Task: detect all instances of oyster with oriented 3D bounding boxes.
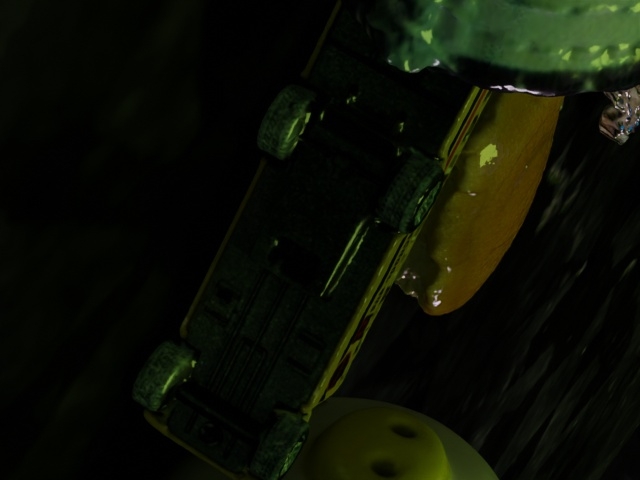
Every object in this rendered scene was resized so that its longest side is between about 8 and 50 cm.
[{"bbox_3d":[0.359,-0.212,1.813,0.198,0.092,0.260,-34,142,-50],"label":"oyster"}]

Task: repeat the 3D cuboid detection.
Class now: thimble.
[{"bbox_3d":[0.113,-0.191,0.990,0.237,0.237,0.150,-38,150,-45],"label":"thimble"}]

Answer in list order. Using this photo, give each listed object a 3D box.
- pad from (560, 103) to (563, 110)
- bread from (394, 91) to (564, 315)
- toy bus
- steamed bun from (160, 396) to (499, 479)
[{"bbox_3d":[0.194,-0.171,1.556,0.174,0.022,0.233,-41,155,-37],"label":"pad"},{"bbox_3d":[0.112,-0.060,1.369,0.174,0.121,0.245,-43,156,-32],"label":"bread"},{"bbox_3d":[0.000,0.000,1.190,0.336,0.121,0.123,-63,168,17],"label":"toy bus"},{"bbox_3d":[-0.004,0.283,1.322,0.334,0.334,0.374,-67,173,28],"label":"steamed bun"}]
